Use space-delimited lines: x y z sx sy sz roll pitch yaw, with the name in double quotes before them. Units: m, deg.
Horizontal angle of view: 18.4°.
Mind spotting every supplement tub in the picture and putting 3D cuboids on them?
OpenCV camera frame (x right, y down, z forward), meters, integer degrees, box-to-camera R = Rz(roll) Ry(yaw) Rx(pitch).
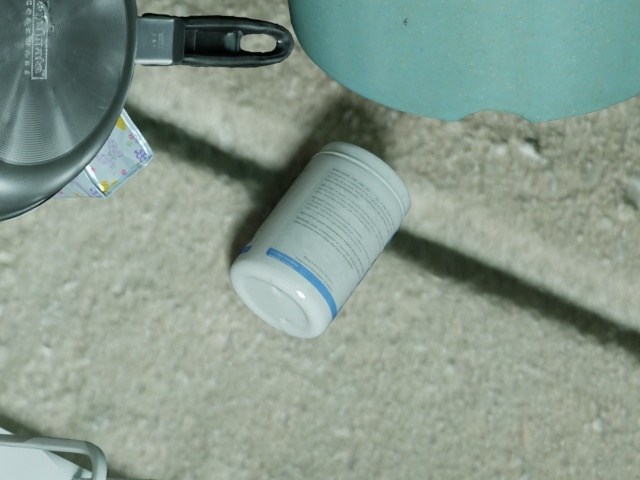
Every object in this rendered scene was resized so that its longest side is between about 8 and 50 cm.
"supplement tub" 0.000 0.000 1.208 0.071 0.071 0.107 48 63 -23

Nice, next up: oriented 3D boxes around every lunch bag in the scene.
"lunch bag" -0.145 -0.066 1.110 0.053 0.071 0.083 -40 113 -27

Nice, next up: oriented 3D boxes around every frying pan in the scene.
"frying pan" -0.122 -0.082 1.036 0.326 0.053 0.197 30 74 -48

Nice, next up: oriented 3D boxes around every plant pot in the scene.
"plant pot" 0.101 -0.267 1.105 0.341 0.341 0.334 -31 136 -32

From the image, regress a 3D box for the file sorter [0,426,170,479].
"file sorter" -0.085 0.239 1.073 0.277 0.173 0.193 31 70 -29
